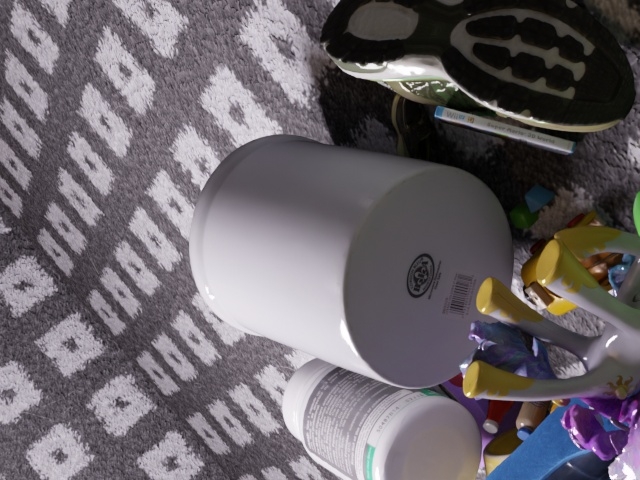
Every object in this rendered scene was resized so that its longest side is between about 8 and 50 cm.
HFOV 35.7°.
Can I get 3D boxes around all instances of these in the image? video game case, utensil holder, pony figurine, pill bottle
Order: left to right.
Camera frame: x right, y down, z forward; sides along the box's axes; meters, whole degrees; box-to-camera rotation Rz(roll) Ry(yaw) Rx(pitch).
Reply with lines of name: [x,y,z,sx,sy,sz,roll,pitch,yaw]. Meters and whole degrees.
utensil holder: [0.037,0.020,1.453,0.385,0.328,0.327,15,137,54]
pill bottle: [0.090,0.320,1.695,0.361,0.204,0.204,16,138,59]
video game case: [0.226,-0.133,1.215,0.166,0.015,0.119,16,-174,10]
pony figurine: [0.353,0.147,1.161,0.364,0.302,0.351,16,125,-14]

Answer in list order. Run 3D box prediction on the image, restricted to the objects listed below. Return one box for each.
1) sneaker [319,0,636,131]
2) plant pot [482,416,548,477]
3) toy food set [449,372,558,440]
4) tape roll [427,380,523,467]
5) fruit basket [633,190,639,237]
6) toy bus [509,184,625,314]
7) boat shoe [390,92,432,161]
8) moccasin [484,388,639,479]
sneaker: [0.203,-0.211,1.219,0.410,0.158,0.182,25,174,36]
plant pot: [0.379,0.420,1.590,0.254,0.254,0.238,-19,93,61]
toy food set: [0.282,0.235,1.554,0.232,0.104,0.111,28,142,5]
tape roll: [0.227,0.271,1.770,0.275,0.090,0.274,36,150,25]
fruit basket: [0.435,-0.039,0.794,0.283,0.392,0.392,48,152,5]
toy bus: [0.323,0.046,1.336,0.191,0.104,0.202,22,141,42]
boat shoe: [0.136,-0.162,1.418,0.049,0.056,0.152,28,155,28]
moccasin: [0.378,0.307,1.435,0.117,0.137,0.342,38,114,-23]
